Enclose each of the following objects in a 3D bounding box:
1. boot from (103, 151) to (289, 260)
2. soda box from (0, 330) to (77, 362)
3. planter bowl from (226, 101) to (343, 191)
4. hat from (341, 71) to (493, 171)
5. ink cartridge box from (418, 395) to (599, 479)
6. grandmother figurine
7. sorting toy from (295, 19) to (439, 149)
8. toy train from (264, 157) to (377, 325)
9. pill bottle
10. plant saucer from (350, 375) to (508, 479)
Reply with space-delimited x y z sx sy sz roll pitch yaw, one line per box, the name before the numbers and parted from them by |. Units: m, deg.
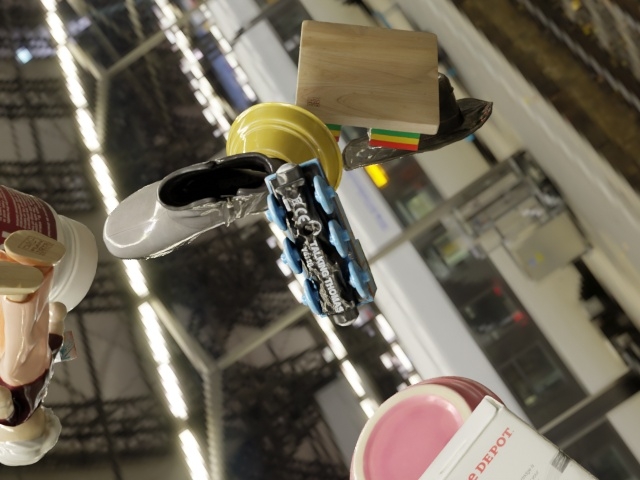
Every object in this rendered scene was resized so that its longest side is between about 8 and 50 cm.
boot | -0.210 -0.063 1.894 0.222 0.338 0.118 4 -116 -78
soda box | -0.574 0.225 2.459 0.063 0.183 0.058 -4 -101 -69
planter bowl | -0.077 -0.123 2.164 0.217 0.217 0.090 54 -147 -15
hat | 0.169 -0.258 2.462 0.331 0.331 0.134 -110 -3 -72
ink cartridge box | 0.306 0.403 1.877 0.289 0.211 0.121 39 178 -5
grandmother figurine | -0.380 0.153 1.599 0.104 0.342 0.208 21 -144 14
sorting toy | 0.084 -0.282 2.311 0.089 0.257 0.255 98 177 -49
toy train | 0.000 0.000 1.337 0.105 0.080 0.184 -61 -51 -76
pill bottle | -0.614 0.005 2.281 0.392 0.224 0.224 23 -152 -49
plant saucer | 0.181 0.379 2.172 0.084 0.332 0.332 42 -168 -41
